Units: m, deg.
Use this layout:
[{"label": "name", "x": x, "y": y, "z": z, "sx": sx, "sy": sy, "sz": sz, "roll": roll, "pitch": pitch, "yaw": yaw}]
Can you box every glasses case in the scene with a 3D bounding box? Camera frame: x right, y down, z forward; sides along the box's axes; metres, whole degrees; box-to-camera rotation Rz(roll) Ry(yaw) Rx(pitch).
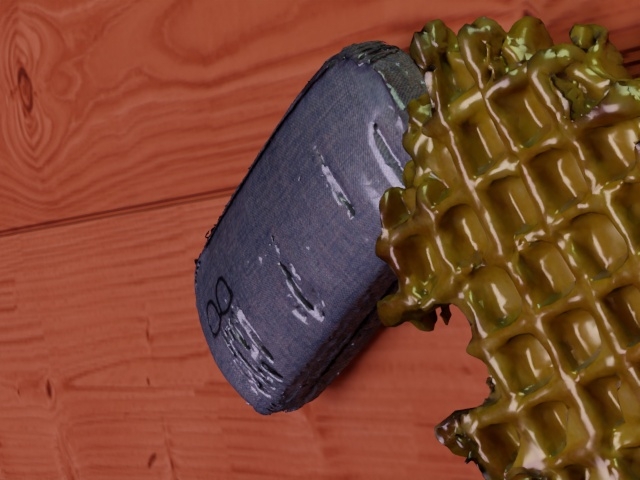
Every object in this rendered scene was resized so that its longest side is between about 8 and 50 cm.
[{"label": "glasses case", "x": 0.000, "y": 0.000, "z": 1.061, "sx": 0.109, "sy": 0.067, "sz": 0.282, "roll": 60, "pitch": 147, "yaw": 18}]

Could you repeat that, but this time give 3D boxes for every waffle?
[{"label": "waffle", "x": 0.112, "y": 0.021, "z": 0.857, "sx": 0.231, "sy": 0.051, "sz": 0.229, "roll": 27, "pitch": 119, "yaw": 41}]
